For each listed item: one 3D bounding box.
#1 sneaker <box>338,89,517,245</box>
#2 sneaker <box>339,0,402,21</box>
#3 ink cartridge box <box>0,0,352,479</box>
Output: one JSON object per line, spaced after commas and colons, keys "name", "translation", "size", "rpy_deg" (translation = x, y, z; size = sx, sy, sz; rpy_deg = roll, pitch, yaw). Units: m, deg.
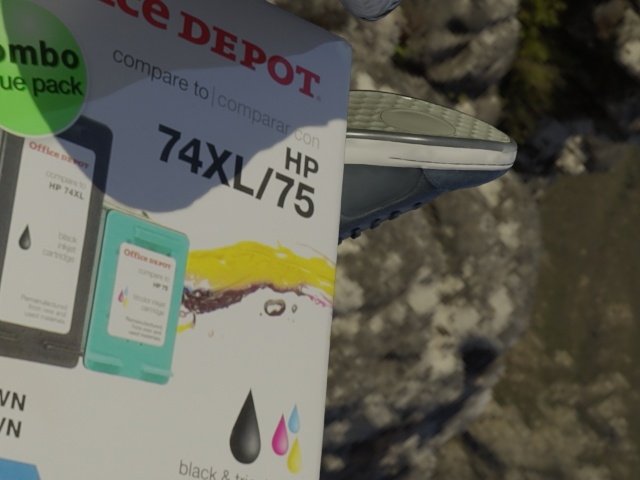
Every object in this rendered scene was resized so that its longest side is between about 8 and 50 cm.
{"name": "sneaker", "translation": [-0.001, -0.001, 0.854], "size": [0.226, 0.086, 0.163], "rpy_deg": [-2, 114, -18]}
{"name": "sneaker", "translation": [0.053, -0.201, 0.536], "size": [0.210, 0.137, 0.366], "rpy_deg": [-39, -179, 4]}
{"name": "ink cartridge box", "translation": [-0.129, 0.031, 0.596], "size": [0.198, 0.270, 0.197], "rpy_deg": [20, 156, -38]}
